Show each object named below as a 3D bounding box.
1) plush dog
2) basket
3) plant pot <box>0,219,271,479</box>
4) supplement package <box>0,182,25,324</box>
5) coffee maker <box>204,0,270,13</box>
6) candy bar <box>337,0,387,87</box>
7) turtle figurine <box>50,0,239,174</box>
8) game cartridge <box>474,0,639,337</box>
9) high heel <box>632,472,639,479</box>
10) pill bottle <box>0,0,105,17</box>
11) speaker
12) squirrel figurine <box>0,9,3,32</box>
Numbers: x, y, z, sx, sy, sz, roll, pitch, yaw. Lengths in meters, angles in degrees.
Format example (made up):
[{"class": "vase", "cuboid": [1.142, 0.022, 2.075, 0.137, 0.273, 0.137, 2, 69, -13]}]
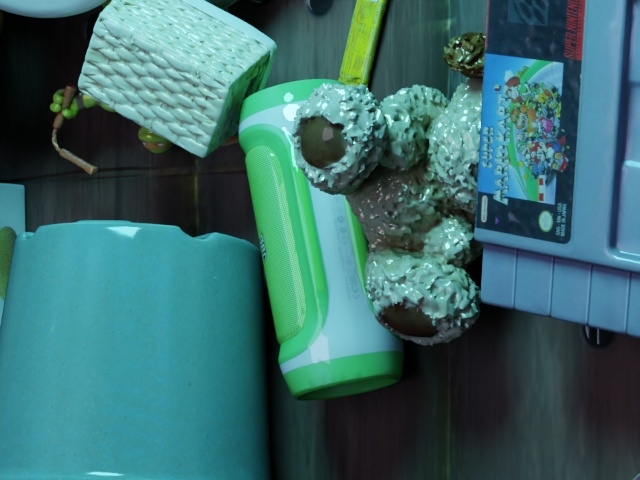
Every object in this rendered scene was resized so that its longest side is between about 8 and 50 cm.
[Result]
[{"class": "plush dog", "cuboid": [0.132, -0.067, 1.810, 0.225, 0.210, 0.262, -21, 102, 24]}, {"class": "basket", "cuboid": [-0.147, -0.173, 1.974, 0.167, 0.103, 0.113, 29, 129, 9]}, {"class": "plant pot", "cuboid": [-0.190, 0.166, 1.970, 0.341, 0.341, 0.334, -7, 75, 40]}, {"class": "supplement package", "cuboid": [-0.431, 0.057, 2.279, 0.134, 0.139, 0.244, -5, 85, 42]}, {"class": "coffee maker", "cuboid": [-0.077, -0.335, 2.008, 0.178, 0.120, 0.171, -31, 68, 35]}, {"class": "candy bar", "cuboid": [0.049, -0.220, 1.962, 0.040, 0.018, 0.161, 20, 101, 36]}, {"class": "turtle figurine", "cuboid": [-0.169, -0.185, 2.101, 0.269, 0.087, 0.217, -1, 100, 27]}, {"class": "game cartridge", "cuboid": [0.237, -0.101, 1.633, 0.230, 0.068, 0.355, 10, 105, 32]}, {"class": "high heel", "cuboid": [0.402, 0.211, 1.565, 0.377, 0.127, 0.181, -33, 57, 31]}, {"class": "pill bottle", "cuboid": [-0.266, -0.422, 2.032, 0.210, 0.210, 0.363, -27, 40, 37]}, {"class": "speaker", "cuboid": [0.000, 0.000, 1.924, 0.131, 0.131, 0.296, -20, 75, 38]}, {"class": "squirrel figurine", "cuboid": [-0.477, -0.270, 2.192, 0.397, 0.281, 0.370, -12, 62, 66]}]
